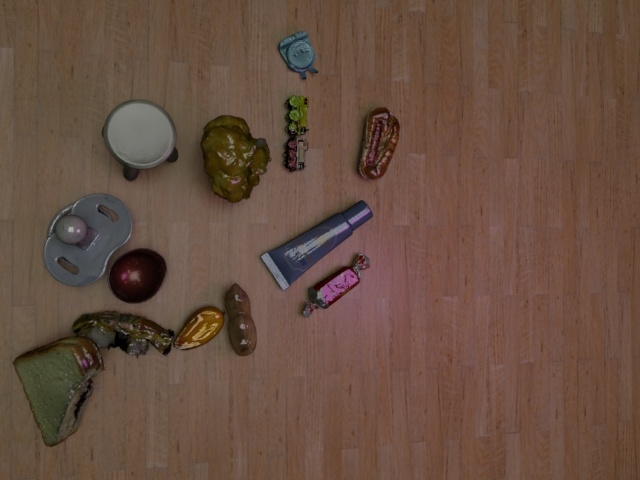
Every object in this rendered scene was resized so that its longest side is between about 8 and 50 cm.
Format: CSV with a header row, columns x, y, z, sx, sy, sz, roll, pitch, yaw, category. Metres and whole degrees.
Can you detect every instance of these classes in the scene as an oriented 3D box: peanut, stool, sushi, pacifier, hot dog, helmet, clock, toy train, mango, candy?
x,y,z,sx,sy,sz,roll,pitch,yaw,category
-0.249,0.245,1.898,0.085,0.104,0.228,-10,90,-9,peanut
-0.527,-0.293,1.780,0.195,0.198,0.195,-29,98,-17,stool
-0.575,0.279,1.788,0.291,0.139,0.131,19,92,-17,sushi
-0.679,-0.022,1.720,0.238,0.226,0.287,36,78,6,pacifier
0.193,-0.322,2.054,0.131,0.069,0.253,17,85,-16,hot dog
-0.547,0.097,1.811,0.175,0.106,0.155,-46,111,-15,helmet
-0.064,-0.600,1.997,0.108,0.045,0.147,-29,97,-13,clock
-0.077,-0.345,1.985,0.085,0.053,0.250,2,89,-22,toy train
-0.369,0.270,1.877,0.187,0.066,0.101,-41,111,-20,mango
0.049,0.149,2.009,0.292,0.059,0.086,-36,102,-13,candy

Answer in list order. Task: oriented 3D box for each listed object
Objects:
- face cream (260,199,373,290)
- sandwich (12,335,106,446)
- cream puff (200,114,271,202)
x,y,z,sx,sy,sz,roll,pitch,yaw,category
0.000,0.000,1.988,0.385,0.086,0.136,-35,98,-9,face cream
-0.709,0.418,1.708,0.254,0.099,0.289,-16,95,18,sandwich
-0.242,-0.244,1.823,0.185,0.282,0.282,-13,93,2,cream puff
